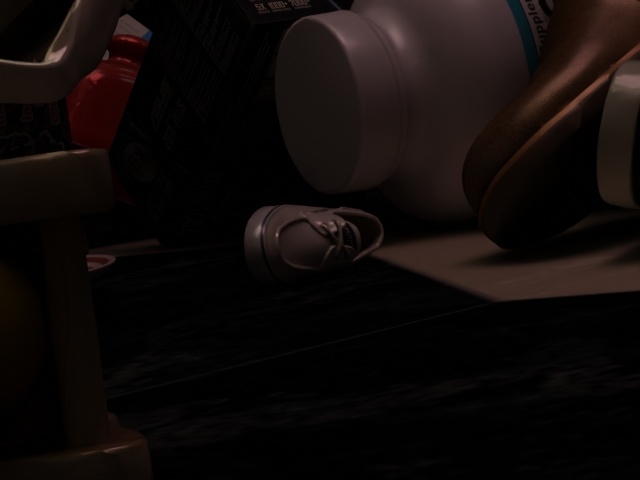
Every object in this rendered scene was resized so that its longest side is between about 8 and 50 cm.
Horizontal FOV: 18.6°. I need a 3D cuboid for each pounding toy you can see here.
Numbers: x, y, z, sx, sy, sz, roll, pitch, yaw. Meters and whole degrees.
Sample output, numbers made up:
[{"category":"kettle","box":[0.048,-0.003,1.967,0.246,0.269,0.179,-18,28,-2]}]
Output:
[{"category":"pounding toy","box":[-0.175,0.001,0.440,0.270,0.154,0.154,-7,1,8]}]

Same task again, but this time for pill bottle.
[{"category":"pill bottle","box":[0.112,-0.089,1.043,0.264,0.146,0.146,-11,6,-27]}]

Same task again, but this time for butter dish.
[{"category":"butter dish","box":[-0.137,-0.079,1.287,0.160,0.118,0.160,21,-13,-33]}]

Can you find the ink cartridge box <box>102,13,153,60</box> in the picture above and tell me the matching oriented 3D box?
[{"category":"ink cartridge box","box":[-0.184,-0.080,1.396,0.181,0.061,0.104,-33,33,-13]}]

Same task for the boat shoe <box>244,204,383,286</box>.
[{"category":"boat shoe","box":[0.000,0.000,0.867,0.035,0.035,0.100,-9,-2,25]}]

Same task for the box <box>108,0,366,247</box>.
[{"category":"box","box":[-0.024,-0.093,1.137,0.147,0.077,0.180,-12,-36,-34]}]

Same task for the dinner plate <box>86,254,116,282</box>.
[{"category":"dinner plate","box":[-0.166,0.026,0.928,0.141,0.017,0.141,-8,4,1]}]

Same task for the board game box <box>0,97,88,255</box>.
[{"category":"board game box","box":[-0.324,-0.034,1.150,0.291,0.141,0.232,-11,6,-36]}]

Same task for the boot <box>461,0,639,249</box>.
[{"category":"boot","box":[0.133,-0.106,0.922,0.305,0.115,0.112,-45,-13,-40]}]

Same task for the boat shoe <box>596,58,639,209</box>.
[{"category":"boat shoe","box":[0.188,-0.045,0.844,0.069,0.081,0.228,9,12,27]}]

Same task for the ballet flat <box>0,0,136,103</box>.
[{"category":"ballet flat","box":[-0.200,-0.086,0.974,0.147,0.147,0.409,-4,37,38]}]
